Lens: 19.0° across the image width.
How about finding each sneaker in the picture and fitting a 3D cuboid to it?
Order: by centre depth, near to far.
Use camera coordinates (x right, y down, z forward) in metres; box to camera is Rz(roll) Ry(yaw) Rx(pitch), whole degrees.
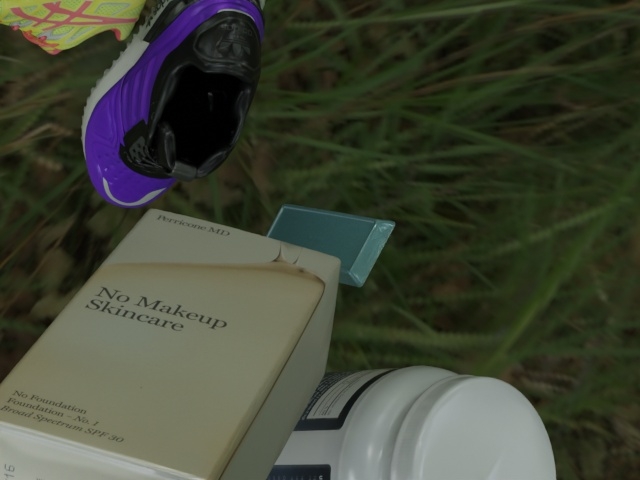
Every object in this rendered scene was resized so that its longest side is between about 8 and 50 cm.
[{"bbox_3d":[-0.229,-0.192,1.568,0.208,0.081,0.094,-5,129,-32],"label":"sneaker"},{"bbox_3d":[-0.132,-0.098,1.663,0.102,0.293,0.146,10,49,-23],"label":"sneaker"}]

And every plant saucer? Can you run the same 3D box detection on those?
[{"bbox_3d":[0.000,0.000,1.761,0.018,0.192,0.067,33,79,-27],"label":"plant saucer"}]

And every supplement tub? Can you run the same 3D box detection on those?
[{"bbox_3d":[0.041,0.202,1.603,0.191,0.272,0.191,6,81,-42],"label":"supplement tub"}]

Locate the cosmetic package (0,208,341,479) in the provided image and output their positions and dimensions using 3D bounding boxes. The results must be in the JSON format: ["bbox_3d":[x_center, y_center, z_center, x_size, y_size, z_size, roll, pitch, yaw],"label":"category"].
[{"bbox_3d":[-0.105,0.105,1.301,0.160,0.309,0.113,14,119,9],"label":"cosmetic package"}]
